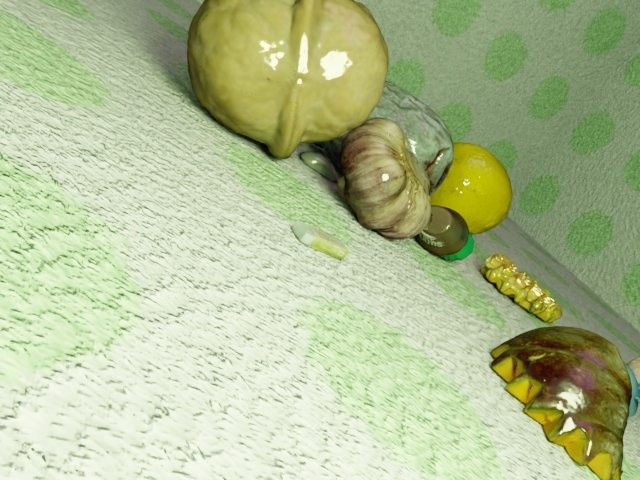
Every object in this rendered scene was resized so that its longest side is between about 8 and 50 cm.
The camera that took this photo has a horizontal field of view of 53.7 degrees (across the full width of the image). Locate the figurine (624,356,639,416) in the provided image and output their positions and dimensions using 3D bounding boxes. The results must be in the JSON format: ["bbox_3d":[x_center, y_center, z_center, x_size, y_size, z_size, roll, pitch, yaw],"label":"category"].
[{"bbox_3d":[0.571,0.273,1.170,0.144,0.178,0.114,83,-8,-53],"label":"figurine"}]

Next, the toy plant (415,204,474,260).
[{"bbox_3d":[0.263,-0.015,1.377,0.142,0.105,0.200,29,-7,26],"label":"toy plant"}]

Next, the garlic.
[{"bbox_3d":[0.111,-0.110,1.201,0.245,0.160,0.245,53,25,-38],"label":"garlic"}]

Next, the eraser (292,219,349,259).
[{"bbox_3d":[0.000,0.000,0.891,0.083,0.019,0.038,25,21,-38],"label":"eraser"}]

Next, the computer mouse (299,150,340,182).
[{"bbox_3d":[0.007,-0.160,1.338,0.110,0.032,0.056,33,17,-17],"label":"computer mouse"}]

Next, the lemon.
[{"bbox_3d":[0.409,-0.140,1.773,0.319,0.245,0.245,27,19,-33],"label":"lemon"}]

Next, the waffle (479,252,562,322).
[{"bbox_3d":[0.499,0.123,1.560,0.219,0.057,0.229,42,17,16],"label":"waffle"}]

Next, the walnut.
[{"bbox_3d":[-0.061,-0.326,1.140,0.381,0.381,0.381,34,16,-11],"label":"walnut"}]

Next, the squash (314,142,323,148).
[{"bbox_3d":[0.072,-0.240,1.617,0.080,0.071,0.318,-3,-14,39],"label":"squash"}]

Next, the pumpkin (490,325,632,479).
[{"bbox_3d":[0.355,0.195,0.887,0.130,0.149,0.254,32,15,-48],"label":"pumpkin"}]

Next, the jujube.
[{"bbox_3d":[0.158,-0.221,1.445,0.308,0.246,0.215,47,27,1],"label":"jujube"}]
